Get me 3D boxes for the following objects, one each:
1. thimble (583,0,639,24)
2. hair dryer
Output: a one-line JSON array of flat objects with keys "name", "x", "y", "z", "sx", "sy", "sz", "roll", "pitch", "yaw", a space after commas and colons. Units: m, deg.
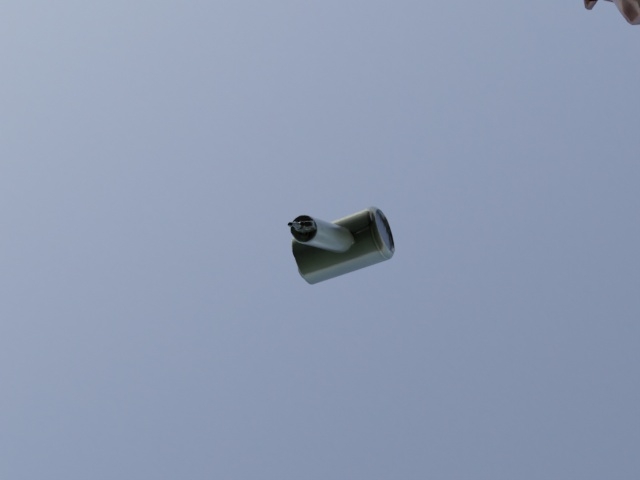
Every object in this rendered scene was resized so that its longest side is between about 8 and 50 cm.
[{"name": "thimble", "x": 0.253, "y": -0.189, "z": 0.813, "sx": 0.239, "sy": 0.239, "sz": 0.162, "roll": 23, "pitch": -71, "yaw": 33}, {"name": "hair dryer", "x": 0.000, "y": 0.000, "z": 0.932, "sx": 0.063, "sy": 0.124, "sz": 0.037, "roll": -20, "pitch": -102, "yaw": 17}]
